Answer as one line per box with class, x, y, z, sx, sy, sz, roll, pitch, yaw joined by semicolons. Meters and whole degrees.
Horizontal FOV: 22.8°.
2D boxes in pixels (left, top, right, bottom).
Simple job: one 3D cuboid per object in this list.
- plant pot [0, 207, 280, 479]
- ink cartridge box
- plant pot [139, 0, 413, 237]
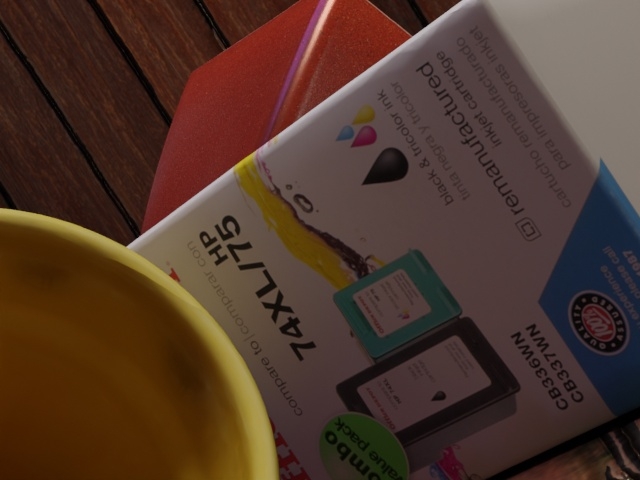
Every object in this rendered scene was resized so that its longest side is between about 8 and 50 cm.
plant pot;-0.172;0.151;0.761;0.254;0.254;0.239;-33;-15;-35
ink cartridge box;0.078;0.000;0.824;0.270;0.198;0.197;-34;0;38
plant pot;0.000;0.000;1.260;0.267;0.267;0.236;-21;37;59
